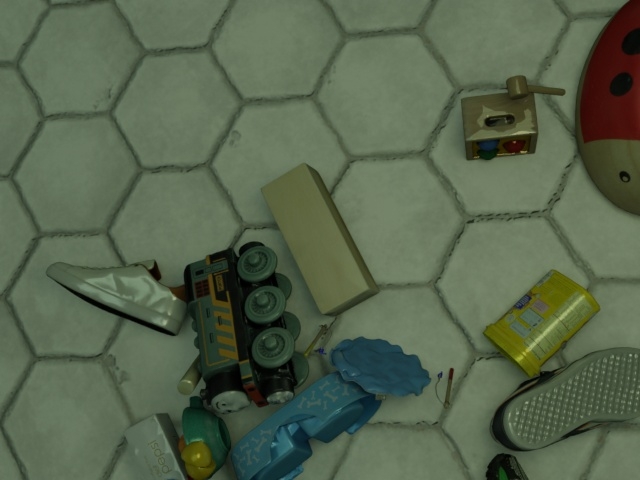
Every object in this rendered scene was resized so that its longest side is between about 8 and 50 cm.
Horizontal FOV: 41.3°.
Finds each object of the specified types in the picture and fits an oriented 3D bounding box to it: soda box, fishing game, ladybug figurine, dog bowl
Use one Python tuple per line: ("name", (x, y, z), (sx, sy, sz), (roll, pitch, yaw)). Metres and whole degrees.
("soda box", (-0.280, 0.432, 1.572), (0.074, 0.069, 0.216), (-30, 75, 5))
("fishing game", (0.103, 0.228, 1.486), (0.264, 0.189, 0.041), (17, 111, 5))
("ladybug figurine", (0.609, -0.267, 1.475), (0.305, 0.162, 0.449), (9, 81, 13))
("dog bowl", (-0.031, 0.336, 1.497), (0.297, 0.166, 0.074), (-37, 63, 3))

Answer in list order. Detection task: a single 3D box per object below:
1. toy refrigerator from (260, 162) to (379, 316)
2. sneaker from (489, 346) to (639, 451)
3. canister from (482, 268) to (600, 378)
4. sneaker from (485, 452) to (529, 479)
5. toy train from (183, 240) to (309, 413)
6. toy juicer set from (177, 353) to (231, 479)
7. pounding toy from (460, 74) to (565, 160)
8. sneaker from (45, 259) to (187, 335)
("toy refrigerator", (0.000, 0.000, 1.587), (0.102, 0.094, 0.269), (-30, 74, 12))
("sneaker", (0.429, 0.267, 1.439), (0.321, 0.127, 0.126), (-14, 77, -17))
("canister", (0.383, 0.141, 1.468), (0.170, 0.073, 0.126), (-43, 30, -1))
("sneaker", (0.392, 0.499, 1.403), (0.146, 0.134, 0.343), (-33, 84, -3))
("toy train", (-0.139, 0.154, 1.529), (0.190, 0.142, 0.333), (-18, 55, 5))
("toy juicer set", (-0.221, 0.355, 1.501), (0.090, 0.209, 0.328), (-19, 76, 5))
("pounding toy", (0.343, -0.211, 1.496), (0.181, 0.206, 0.094), (-5, 79, 10))
("sneaker", (-0.385, 0.082, 1.653), (0.290, 0.106, 0.123), (20, 75, 7))
